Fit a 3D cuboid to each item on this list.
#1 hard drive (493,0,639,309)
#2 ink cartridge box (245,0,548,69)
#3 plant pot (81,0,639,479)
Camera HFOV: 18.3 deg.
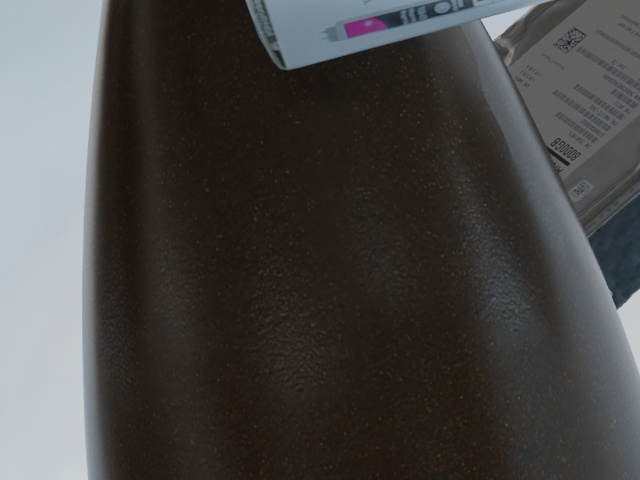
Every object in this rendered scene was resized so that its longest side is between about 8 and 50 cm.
[{"bbox_3d":[0.189,-0.088,1.233,0.339,0.064,0.237,-41,-148,-2],"label":"hard drive"},{"bbox_3d":[0.111,-0.233,0.660,0.330,0.071,0.324,-13,-124,3],"label":"ink cartridge box"},{"bbox_3d":[0.000,0.000,0.712,0.215,0.230,0.215,-12,-170,2],"label":"plant pot"}]
